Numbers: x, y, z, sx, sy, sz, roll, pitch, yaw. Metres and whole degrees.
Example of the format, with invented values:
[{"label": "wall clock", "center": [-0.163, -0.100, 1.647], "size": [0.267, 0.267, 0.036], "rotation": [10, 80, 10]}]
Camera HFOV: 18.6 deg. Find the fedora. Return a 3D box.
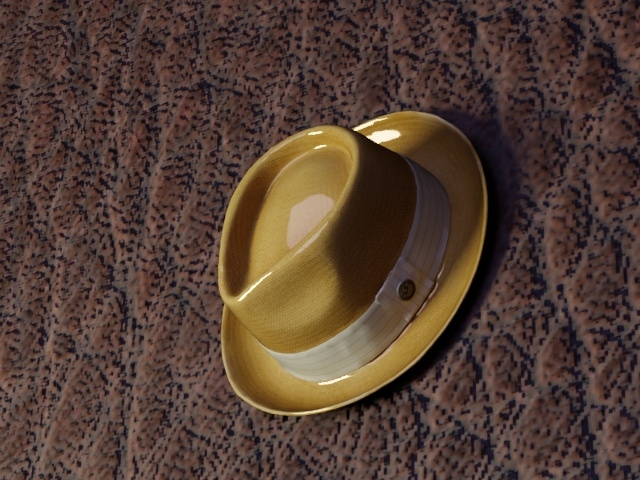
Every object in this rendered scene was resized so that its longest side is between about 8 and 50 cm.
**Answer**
[{"label": "fedora", "center": [0.000, 0.000, 1.082], "size": [0.194, 0.079, 0.194], "rotation": [-25, 47, 30]}]
